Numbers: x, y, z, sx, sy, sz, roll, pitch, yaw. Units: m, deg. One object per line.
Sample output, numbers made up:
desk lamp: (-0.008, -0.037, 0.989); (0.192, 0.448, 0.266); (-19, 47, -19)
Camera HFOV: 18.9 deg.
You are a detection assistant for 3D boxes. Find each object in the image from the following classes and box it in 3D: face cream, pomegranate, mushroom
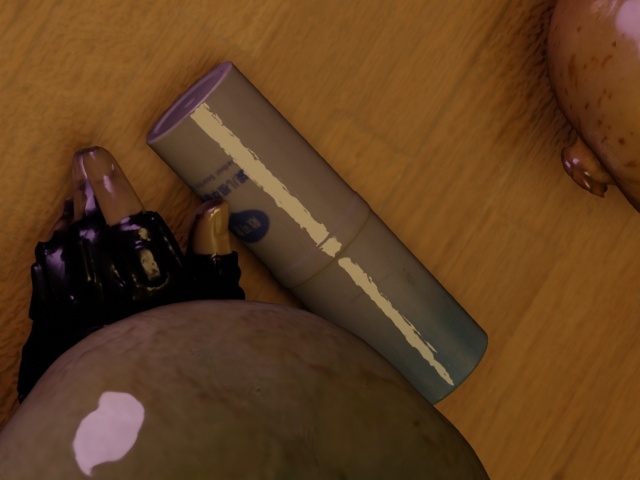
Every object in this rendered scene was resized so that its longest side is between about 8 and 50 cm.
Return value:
face cream: (0.000, 0.000, 1.232); (0.077, 0.077, 0.250); (-45, 104, -2)
pomegranate: (0.244, -0.101, 1.214); (0.215, 0.215, 0.215); (-2, 100, -12)
mushroom: (-0.055, 0.208, 1.061); (0.352, 0.260, 0.352); (1, 87, -25)

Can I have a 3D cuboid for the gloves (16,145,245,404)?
gloves: (-0.122, 0.040, 1.191); (0.164, 0.124, 0.203); (-20, 120, -4)
